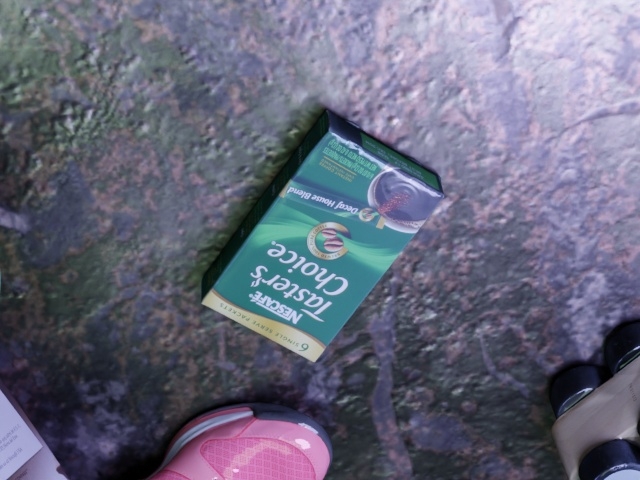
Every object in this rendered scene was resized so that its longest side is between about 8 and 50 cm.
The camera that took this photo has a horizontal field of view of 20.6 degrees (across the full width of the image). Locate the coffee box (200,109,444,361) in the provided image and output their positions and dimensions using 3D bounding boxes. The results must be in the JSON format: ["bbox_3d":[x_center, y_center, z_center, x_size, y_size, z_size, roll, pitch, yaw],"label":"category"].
[{"bbox_3d":[0.000,0.000,1.370,0.113,0.040,0.184,30,115,-19],"label":"coffee box"}]

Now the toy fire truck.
[{"bbox_3d":[0.345,0.176,1.444,0.217,0.158,0.246,-41,126,19],"label":"toy fire truck"}]

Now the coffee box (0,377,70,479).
[{"bbox_3d":[-0.298,0.206,1.363,0.168,0.119,0.297,-35,88,18],"label":"coffee box"}]

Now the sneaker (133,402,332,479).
[{"bbox_3d":[-0.126,0.248,1.457,0.314,0.136,0.116,-26,120,12],"label":"sneaker"}]
